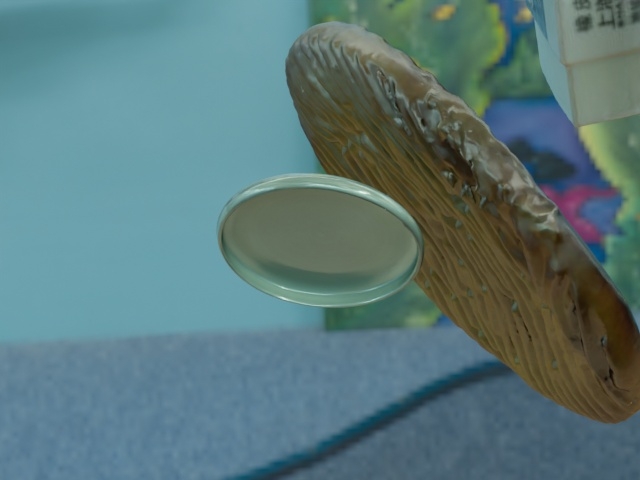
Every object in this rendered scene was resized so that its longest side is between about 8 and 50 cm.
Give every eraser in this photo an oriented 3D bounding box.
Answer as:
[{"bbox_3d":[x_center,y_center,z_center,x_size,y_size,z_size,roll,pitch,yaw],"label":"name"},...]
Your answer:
[{"bbox_3d":[0.189,-0.234,1.321,0.081,0.279,0.124,-13,29,-1],"label":"eraser"}]

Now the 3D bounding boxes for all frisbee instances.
[{"bbox_3d":[0.000,0.000,0.954,0.110,0.110,0.014,0,53,9],"label":"frisbee"}]

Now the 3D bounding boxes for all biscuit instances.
[{"bbox_3d":[0.086,-0.007,1.147,0.040,0.318,0.318,-40,32,-10],"label":"biscuit"}]
